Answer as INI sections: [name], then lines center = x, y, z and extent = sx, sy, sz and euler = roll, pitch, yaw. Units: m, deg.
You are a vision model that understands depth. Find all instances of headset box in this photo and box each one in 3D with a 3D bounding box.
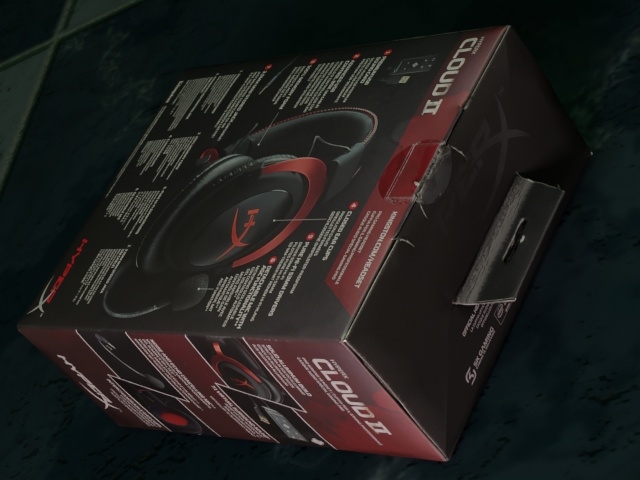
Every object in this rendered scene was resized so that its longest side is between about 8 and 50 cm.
[headset box]
center = 0.000, 0.000, 0.866
extent = 0.293, 0.110, 0.218
euler = -2, 49, 43
